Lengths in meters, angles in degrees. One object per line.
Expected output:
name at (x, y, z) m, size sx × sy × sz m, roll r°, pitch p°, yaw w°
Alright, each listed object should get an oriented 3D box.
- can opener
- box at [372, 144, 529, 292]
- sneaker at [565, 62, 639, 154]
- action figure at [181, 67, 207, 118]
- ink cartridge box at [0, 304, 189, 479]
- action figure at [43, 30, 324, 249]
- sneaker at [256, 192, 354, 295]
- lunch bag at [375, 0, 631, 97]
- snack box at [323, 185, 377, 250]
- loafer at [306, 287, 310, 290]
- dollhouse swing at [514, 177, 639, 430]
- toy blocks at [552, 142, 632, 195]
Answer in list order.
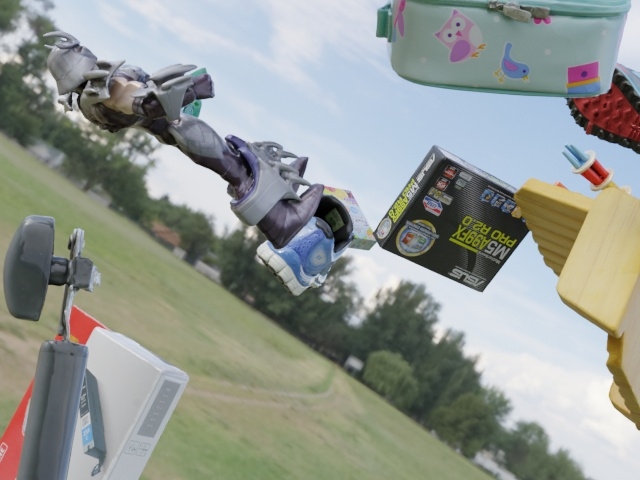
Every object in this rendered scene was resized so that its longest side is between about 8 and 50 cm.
can opener at (-0.269, 0.119, 0.840) m, size 0.093 × 0.280 × 0.074 m, roll 6°, pitch -10°, yaw -17°
box at (0.270, -0.036, 1.676) m, size 0.270 × 0.216 × 0.060 m, roll 24°, pitch 21°, yaw -27°
sneaker at (0.462, -0.177, 1.212) m, size 0.125 × 0.104 × 0.262 m, roll -22°, pitch 55°, yaw -43°
action figure at (-0.271, -0.247, 1.567) m, size 0.063 × 0.137 × 0.232 m, roll 12°, pitch 15°, yaw 7°
ink cartridge box at (-0.339, 0.253, 1.128) m, size 0.261 × 0.296 × 0.066 m, roll 23°, pitch -6°, yaw 35°
action figure at (-0.132, -0.107, 0.802) m, size 0.285 × 0.099 × 0.185 m, roll 33°, pitch -1°, yaw -26°
sneaker at (0.000, 0.000, 1.473) m, size 0.130 × 0.147 × 0.330 m, roll 50°, pitch 9°, yaw -3°
lunch bag at (0.169, -0.228, 0.849) m, size 0.224 × 0.108 × 0.279 m, roll 8°, pitch 27°, yaw 1°
snack box at (0.046, -0.047, 1.748) m, size 0.100 × 0.037 × 0.141 m, roll 7°, pitch 45°, yaw -42°
loafer at (-0.065, 0.006, 1.870) m, size 0.078 × 0.223 × 0.076 m, roll 8°, pitch -37°, yaw -32°
dollhouse swing at (0.445, 0.106, 1.465) m, size 0.305 × 0.315 × 0.347 m, roll 10°, pitch -31°, yaw 40°
toy blocks at (0.463, -0.101, 1.545) m, size 0.148 × 0.123 × 0.054 m, roll 39°, pitch 33°, yaw -16°
